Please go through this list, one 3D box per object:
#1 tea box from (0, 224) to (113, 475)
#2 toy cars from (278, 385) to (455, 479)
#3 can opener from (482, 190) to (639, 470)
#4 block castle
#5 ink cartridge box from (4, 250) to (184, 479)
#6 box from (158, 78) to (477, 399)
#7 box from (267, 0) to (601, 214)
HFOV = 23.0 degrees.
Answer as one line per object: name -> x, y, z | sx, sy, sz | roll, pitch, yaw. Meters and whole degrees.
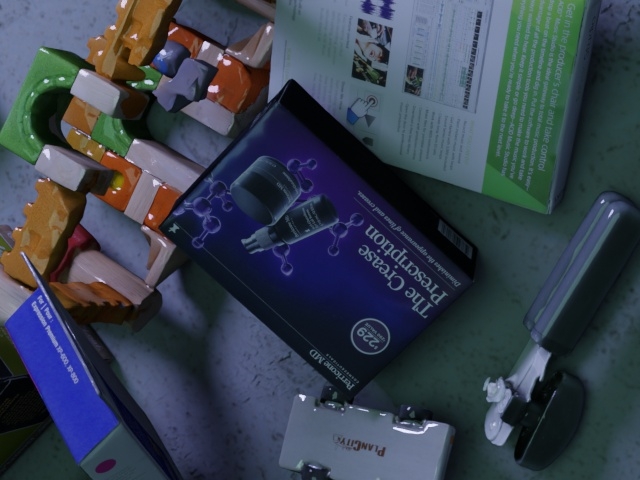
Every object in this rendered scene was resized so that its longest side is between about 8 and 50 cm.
tea box -> -0.465, 0.170, 1.706 | 0.329, 0.323, 0.220 | -45, 74, 17
toy cars -> -0.024, 0.271, 1.642 | 0.393, 0.087, 0.176 | -33, 60, 17
can opener -> 0.242, 0.087, 1.538 | 0.093, 0.074, 0.280 | 22, 103, -13
block castle -> -0.230, -0.137, 1.610 | 0.213, 0.303, 0.453 | 31, 101, 22
ink cartridge box -> -0.209, 0.172, 1.512 | 0.069, 0.371, 0.176 | -30, 58, -7
box -> 0.000, 0.000, 1.568 | 0.261, 0.103, 0.184 | 42, 111, -8
box -> 0.103, -0.179, 1.546 | 0.322, 0.058, 0.232 | 20, 122, 22
